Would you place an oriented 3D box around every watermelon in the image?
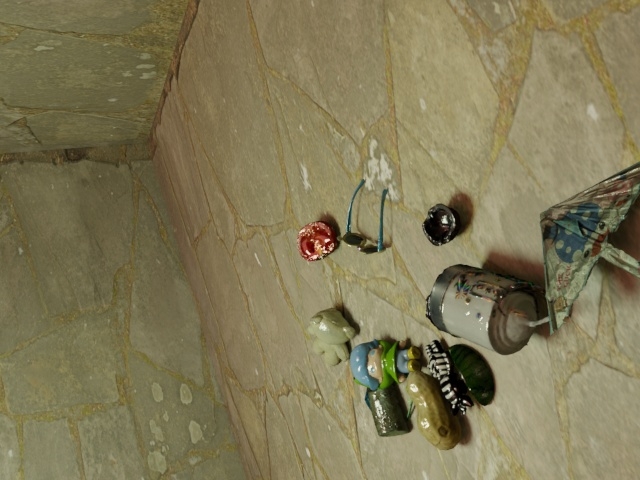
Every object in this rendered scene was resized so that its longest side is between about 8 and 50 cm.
[{"bbox_3d":[0.395,0.358,1.537,0.182,0.075,0.092,63,150,23],"label":"watermelon"}]

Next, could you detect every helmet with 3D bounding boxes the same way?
[{"bbox_3d":[0.331,-0.045,1.521,0.098,0.070,0.123,53,134,28],"label":"helmet"}]

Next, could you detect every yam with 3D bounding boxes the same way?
[{"bbox_3d":[0.216,0.553,1.877,0.107,0.107,0.183,-40,61,56],"label":"yam"}]

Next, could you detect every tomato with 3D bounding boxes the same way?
[{"bbox_3d":[0.000,0.000,2.081,0.159,0.091,0.139,-32,80,30],"label":"tomato"}]

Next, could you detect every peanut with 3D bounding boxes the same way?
[{"bbox_3d":[0.323,0.489,1.657,0.237,0.120,0.110,64,-174,14],"label":"peanut"}]

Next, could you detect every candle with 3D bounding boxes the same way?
[{"bbox_3d":[0.412,0.168,1.338,0.330,0.187,0.188,18,114,56],"label":"candle"}]

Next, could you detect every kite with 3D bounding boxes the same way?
[{"bbox_3d":[0.533,0.000,1.130,0.406,0.014,0.368,-66,19,14],"label":"kite"}]

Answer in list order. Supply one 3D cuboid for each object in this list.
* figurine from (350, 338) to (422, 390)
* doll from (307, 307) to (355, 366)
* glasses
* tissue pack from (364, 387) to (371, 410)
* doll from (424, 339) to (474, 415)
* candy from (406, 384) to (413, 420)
[{"bbox_3d":[0.203,0.390,1.817,0.263,0.143,0.162,-18,67,43],"label":"figurine"},{"bbox_3d":[0.035,0.353,2.127,0.278,0.175,0.149,103,-179,-48],"label":"doll"},{"bbox_3d":[0.163,-0.068,1.834,0.189,0.088,0.221,31,105,53],"label":"glasses"},{"bbox_3d":[0.193,0.581,2.001,0.138,0.027,0.085,55,143,40],"label":"tissue pack"},{"bbox_3d":[0.361,0.386,1.615,0.091,0.067,0.220,-51,50,41],"label":"doll"},{"bbox_3d":[0.289,0.509,1.803,0.062,0.058,0.194,-73,-11,-52],"label":"candy"}]
